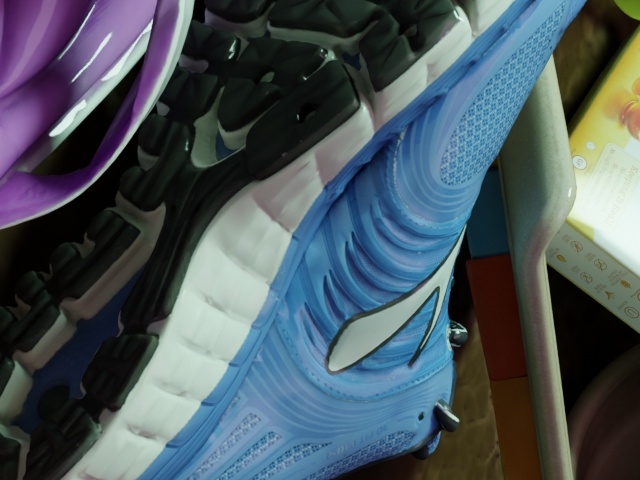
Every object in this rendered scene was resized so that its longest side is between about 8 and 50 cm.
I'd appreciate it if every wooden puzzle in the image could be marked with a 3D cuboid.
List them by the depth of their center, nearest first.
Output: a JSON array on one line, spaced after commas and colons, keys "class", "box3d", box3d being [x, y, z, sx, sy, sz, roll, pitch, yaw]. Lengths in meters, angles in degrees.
[{"class": "wooden puzzle", "box3d": [0.084, 0.003, 0.882, 0.221, 0.044, 0.238, -92, 177, -47]}]

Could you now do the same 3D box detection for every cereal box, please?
[{"class": "cereal box", "box3d": [0.239, 0.001, 1.074, 0.240, 0.047, 0.173, 36, 54, -1]}]

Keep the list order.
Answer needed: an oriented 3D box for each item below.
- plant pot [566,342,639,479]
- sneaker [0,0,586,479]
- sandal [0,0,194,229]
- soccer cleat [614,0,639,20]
[{"class": "plant pot", "box3d": [0.260, 0.214, 1.128, 0.263, 0.263, 0.229, -52, 152, -36]}, {"class": "sneaker", "box3d": [0.000, 0.000, 0.737, 0.330, 0.130, 0.147, -52, 130, -4]}, {"class": "sandal", "box3d": [-0.099, -0.087, 0.653, 0.416, 0.102, 0.169, -61, 140, -30]}, {"class": "soccer cleat", "box3d": [0.220, -0.245, 1.018, 0.121, 0.093, 0.289, 24, 78, -59]}]
